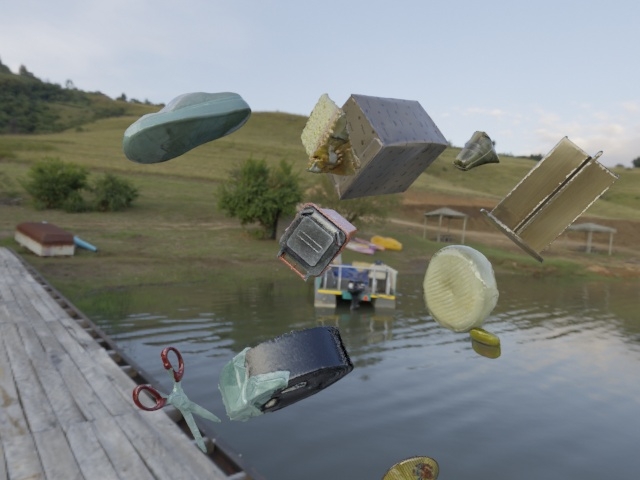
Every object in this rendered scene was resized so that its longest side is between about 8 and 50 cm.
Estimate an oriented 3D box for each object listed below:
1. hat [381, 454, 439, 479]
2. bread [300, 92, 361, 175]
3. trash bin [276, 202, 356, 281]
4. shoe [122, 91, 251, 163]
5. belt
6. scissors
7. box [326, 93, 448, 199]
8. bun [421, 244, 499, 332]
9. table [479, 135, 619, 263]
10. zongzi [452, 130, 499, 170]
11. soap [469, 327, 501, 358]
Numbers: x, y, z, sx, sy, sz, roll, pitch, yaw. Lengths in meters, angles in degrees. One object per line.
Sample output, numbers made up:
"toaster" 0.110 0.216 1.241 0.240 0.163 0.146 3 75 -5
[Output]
"hat" 0.278 0.731 1.238 0.193 0.193 0.082 3 23 -18
"bread" 0.030 -0.229 0.916 0.127 0.152 0.147 2 39 -19
"trash bin" 0.000 0.000 1.225 0.161 0.184 0.238 40 16 10
"shoe" -0.251 -0.225 0.779 0.251 0.100 0.103 -27 -18 -31
"belt" -0.053 0.196 0.619 0.198 0.078 0.151 -25 -28 1
"scissors" -0.305 0.366 0.943 0.017 0.248 0.144 -13 30 28
"box" 0.170 -0.268 1.218 0.297 0.190 0.225 -12 -25 -41
"bun" 0.454 0.152 1.343 0.146 0.287 0.287 -5 5 -25
"table" 0.479 -0.090 0.882 0.167 0.227 0.167 38 14 -12
"zongzi" 0.271 -0.135 0.729 0.083 0.076 0.040 44 -7 -37
"soap" 0.493 0.305 1.260 0.089 0.045 0.140 12 -34 33
